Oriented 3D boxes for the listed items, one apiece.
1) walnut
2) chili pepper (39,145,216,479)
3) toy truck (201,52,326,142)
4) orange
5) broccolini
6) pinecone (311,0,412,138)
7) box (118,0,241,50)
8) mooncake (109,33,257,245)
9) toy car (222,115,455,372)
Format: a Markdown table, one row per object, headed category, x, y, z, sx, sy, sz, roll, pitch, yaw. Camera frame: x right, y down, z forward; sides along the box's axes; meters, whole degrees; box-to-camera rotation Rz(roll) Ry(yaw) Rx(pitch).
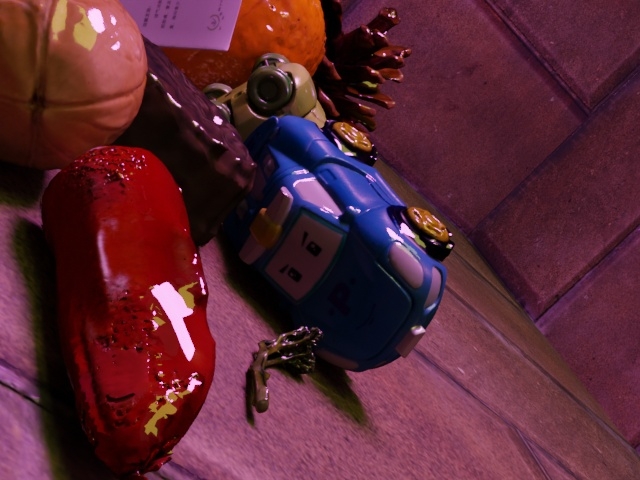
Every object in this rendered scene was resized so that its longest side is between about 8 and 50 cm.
| category | x | y | z | sx | sy | sz | roll | pitch | yaw |
| --- | --- | --- | --- | --- | --- | --- | --- | --- | --- |
| walnut | -0.226 | -0.144 | 0.778 | 0.165 | 0.165 | 0.197 | 41 | 10 | -20 |
| chili pepper | -0.136 | 0.023 | 0.656 | 0.110 | 0.110 | 0.387 | 37 | 16 | -35 |
| toy truck | -0.069 | -0.158 | 1.339 | 0.210 | 0.187 | 0.148 | 42 | 15 | -14 |
| orange | -0.160 | -0.358 | 1.495 | 0.340 | 0.293 | 0.340 | 55 | 15 | -23 |
| broccolini | -0.043 | 0.115 | 0.847 | 0.052 | 0.054 | 0.194 | 16 | 14 | 11 |
| pinecone | 0.003 | -0.338 | 1.852 | 0.384 | 0.384 | 0.384 | 43 | 11 | -10 |
| box | -0.221 | -0.336 | 1.096 | 0.299 | 0.200 | 0.106 | -8 | 36 | -46 |
| mooncake | -0.163 | -0.107 | 0.973 | 0.228 | 0.124 | 0.228 | 44 | 9 | -9 |
| toy car | 0.000 | 0.000 | 1.032 | 0.166 | 0.198 | 0.314 | 10 | 35 | -44 |
